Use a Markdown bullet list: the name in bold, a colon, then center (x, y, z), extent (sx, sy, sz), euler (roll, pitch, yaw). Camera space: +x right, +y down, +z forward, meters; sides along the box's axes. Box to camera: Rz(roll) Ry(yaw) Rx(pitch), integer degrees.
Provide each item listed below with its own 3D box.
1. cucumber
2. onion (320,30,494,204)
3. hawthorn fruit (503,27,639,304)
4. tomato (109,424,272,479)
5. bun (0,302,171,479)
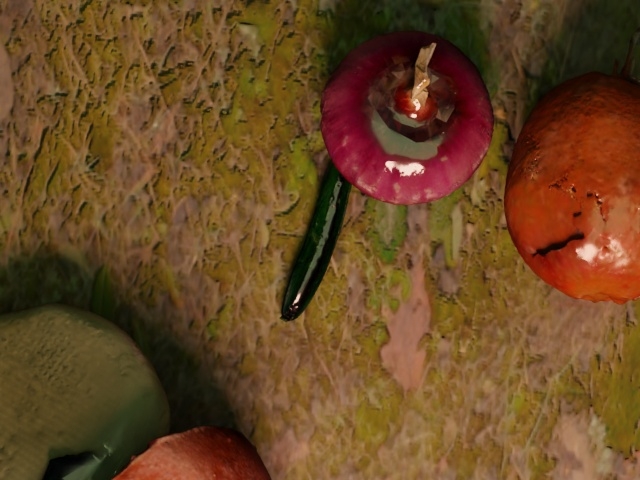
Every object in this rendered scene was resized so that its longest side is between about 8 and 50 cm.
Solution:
- **cucumber**: center (0.000, 0.000, 1.809), extent (0.036, 0.033, 0.184), euler (19, 89, -23)
- **onion**: center (0.087, -0.123, 1.754), extent (0.177, 0.153, 0.177), euler (-1, 105, -3)
- **hawthorn fruit**: center (0.292, -0.079, 1.743), extent (0.211, 0.211, 0.299), euler (12, 78, -2)
- **tomato**: center (-0.147, 0.334, 1.655), extent (0.338, 0.338, 0.143), euler (-45, 68, -1)
- **bun**: center (-0.272, 0.207, 1.724), extent (0.283, 0.179, 0.283), euler (-12, 54, 16)
